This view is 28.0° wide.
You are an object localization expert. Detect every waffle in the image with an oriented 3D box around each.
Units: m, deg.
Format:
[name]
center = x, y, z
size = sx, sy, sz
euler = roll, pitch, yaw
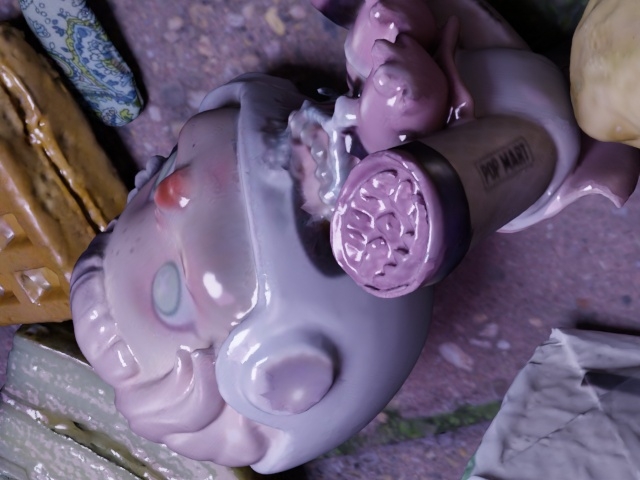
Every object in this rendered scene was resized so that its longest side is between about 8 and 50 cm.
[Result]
[waffle]
center = -0.298, -0.036, 1.002
size = 0.327, 0.098, 0.224
euler = -8, 120, 40

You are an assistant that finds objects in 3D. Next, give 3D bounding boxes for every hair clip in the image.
[hair clip]
center = -0.184, -0.174, 0.884
size = 0.066, 0.036, 0.229
euler = 3, 125, 36

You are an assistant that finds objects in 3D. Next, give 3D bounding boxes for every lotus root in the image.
[lotus root]
center = -0.139, 0.209, 1.084
size = 0.260, 0.149, 0.267
euler = 21, 114, 11

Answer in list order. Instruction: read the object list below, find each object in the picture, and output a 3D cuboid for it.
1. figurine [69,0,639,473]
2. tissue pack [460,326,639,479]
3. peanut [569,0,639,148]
[figurine]
center = -0.001, 0.007, 0.780
size = 0.211, 0.253, 0.361
euler = 35, 129, -20
[tissue pack]
center = 0.247, 0.251, 0.845
size = 0.266, 0.194, 0.357
euler = 8, 128, 24
[peanut]
center = 0.268, -0.100, 0.606
size = 0.318, 0.147, 0.148
euler = 1, 124, 40
